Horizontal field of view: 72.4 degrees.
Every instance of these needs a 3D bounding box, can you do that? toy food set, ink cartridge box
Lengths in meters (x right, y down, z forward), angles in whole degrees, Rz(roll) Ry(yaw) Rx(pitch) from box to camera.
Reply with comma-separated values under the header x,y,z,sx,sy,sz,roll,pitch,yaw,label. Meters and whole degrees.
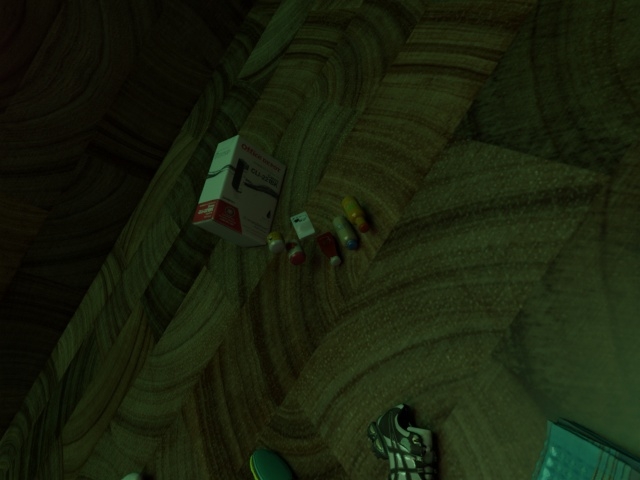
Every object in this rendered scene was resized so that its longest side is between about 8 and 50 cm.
x,y,z,sx,sy,sz,roll,pitch,yaw,label
0.000,0.000,1.010,0.232,0.111,0.104,-23,44,-3,toy food set
-0.233,-0.141,1.298,0.114,0.197,0.272,-8,62,44,ink cartridge box

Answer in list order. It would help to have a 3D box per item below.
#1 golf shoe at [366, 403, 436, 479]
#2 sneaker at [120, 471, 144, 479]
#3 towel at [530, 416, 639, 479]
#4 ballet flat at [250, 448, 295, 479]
x,y,z,sx,sy,sz,roll,pitch,yaw,label
0.148,0.345,0.679,0.094,0.077,0.198,-52,40,12,golf shoe
-0.607,0.754,1.215,0.305,0.152,0.114,-47,38,16,sneaker
0.289,0.410,0.450,0.370,0.040,0.271,-66,19,-5,towel
-0.072,0.496,0.841,0.231,0.077,0.077,15,96,49,ballet flat
